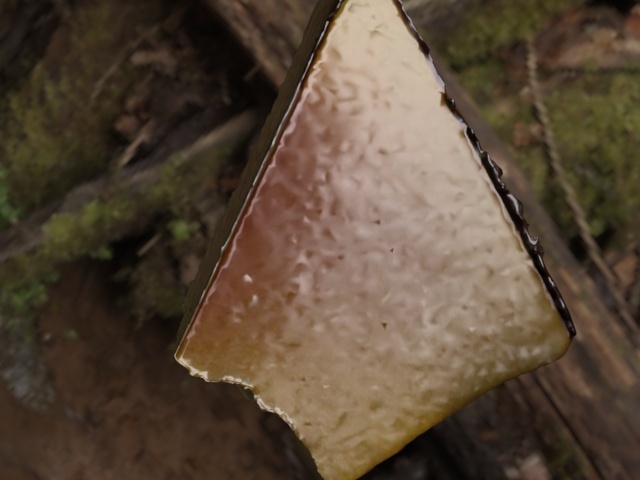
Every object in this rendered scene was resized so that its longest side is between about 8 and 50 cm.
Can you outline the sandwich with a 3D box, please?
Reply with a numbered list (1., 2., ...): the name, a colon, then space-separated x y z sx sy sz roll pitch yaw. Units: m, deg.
1. sandwich: 0.000 0.000 0.698 0.193 0.162 0.058 61 -8 -12
